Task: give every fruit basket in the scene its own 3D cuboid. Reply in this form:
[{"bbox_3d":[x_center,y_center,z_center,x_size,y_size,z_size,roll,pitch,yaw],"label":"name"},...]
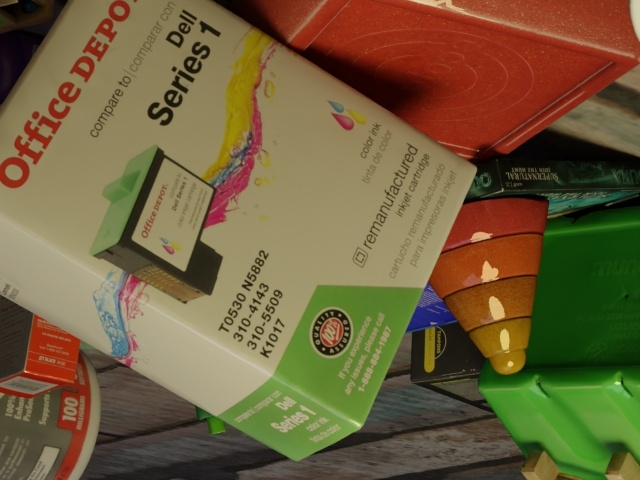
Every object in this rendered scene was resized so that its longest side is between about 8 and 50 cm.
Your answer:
[{"bbox_3d":[0.363,0.139,1.254,0.392,0.283,0.392,14,157,6],"label":"fruit basket"}]

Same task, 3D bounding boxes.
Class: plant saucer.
[{"bbox_3d":[0.071,-0.121,0.967,0.259,0.047,0.258,10,160,-20],"label":"plant saucer"}]

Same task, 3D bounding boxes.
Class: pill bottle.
[{"bbox_3d":[-0.455,0.183,1.688,0.363,0.210,0.210,20,155,-40],"label":"pill bottle"}]

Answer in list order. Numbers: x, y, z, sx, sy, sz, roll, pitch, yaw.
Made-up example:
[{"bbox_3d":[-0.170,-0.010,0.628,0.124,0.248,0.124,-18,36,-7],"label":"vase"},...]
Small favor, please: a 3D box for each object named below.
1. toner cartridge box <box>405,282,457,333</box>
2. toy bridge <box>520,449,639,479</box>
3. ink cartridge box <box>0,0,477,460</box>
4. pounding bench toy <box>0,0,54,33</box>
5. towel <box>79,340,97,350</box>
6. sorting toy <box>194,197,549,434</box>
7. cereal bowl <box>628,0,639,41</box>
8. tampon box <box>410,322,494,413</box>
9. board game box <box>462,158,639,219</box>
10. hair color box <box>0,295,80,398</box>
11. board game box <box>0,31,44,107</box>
[{"bbox_3d":[0.000,0.000,1.277,0.165,0.075,0.348,-15,154,39],"label":"toner cartridge box"},{"bbox_3d":[0.255,0.198,1.185,0.188,0.026,0.063,-7,131,45],"label":"toy bridge"},{"bbox_3d":[-0.073,-0.022,0.913,0.278,0.201,0.117,31,154,-10],"label":"ink cartridge box"},{"bbox_3d":[-0.209,-0.160,0.893,0.083,0.052,0.065,-8,158,30],"label":"pounding bench toy"},{"bbox_3d":[-0.147,0.082,1.610,0.325,0.038,0.248,3,160,7],"label":"towel"},{"bbox_3d":[0.027,0.077,1.162,0.366,0.126,0.127,-21,166,29],"label":"sorting toy"},{"bbox_3d":[0.303,-0.170,0.637,0.339,0.141,0.339,3,161,1],"label":"cereal bowl"},{"bbox_3d":[0.174,0.097,1.461,0.101,0.120,0.161,-12,155,36],"label":"tampon box"},{"bbox_3d":[0.157,-0.036,1.149,0.186,0.026,0.126,-2,169,-41],"label":"board game box"},{"bbox_3d":[-0.256,0.054,1.341,0.053,0.167,0.093,17,156,-32],"label":"hair color box"},{"bbox_3d":[-0.332,-0.081,1.005,0.275,0.142,0.144,13,159,-25],"label":"board game box"}]
